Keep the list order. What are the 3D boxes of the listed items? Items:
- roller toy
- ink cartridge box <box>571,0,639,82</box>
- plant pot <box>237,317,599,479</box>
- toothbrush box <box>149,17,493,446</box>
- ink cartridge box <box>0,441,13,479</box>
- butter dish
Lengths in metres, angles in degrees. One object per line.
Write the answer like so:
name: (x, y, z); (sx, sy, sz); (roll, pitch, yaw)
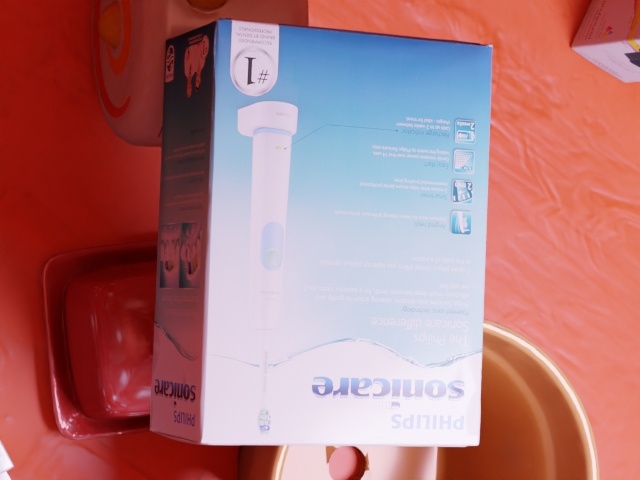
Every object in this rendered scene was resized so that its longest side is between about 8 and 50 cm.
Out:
roller toy: (-0.104, -0.169, 1.481); (0.146, 0.209, 0.191); (-2, 107, -21)
ink cartridge box: (0.317, -0.216, 1.664); (0.072, 0.175, 0.127); (28, 81, -21)
plant pot: (0.058, 0.198, 1.554); (0.290, 0.203, 0.291); (-1, 92, -22)
toothbrush box: (0.000, 0.000, 1.353); (0.216, 0.126, 0.296); (2, 87, -22)
ink cartridge box: (-0.316, 0.156, 1.475); (0.104, 0.060, 0.180); (-31, 103, -19)
butter dish: (-0.134, 0.082, 1.518); (0.160, 0.118, 0.160); (-7, 95, -22)
